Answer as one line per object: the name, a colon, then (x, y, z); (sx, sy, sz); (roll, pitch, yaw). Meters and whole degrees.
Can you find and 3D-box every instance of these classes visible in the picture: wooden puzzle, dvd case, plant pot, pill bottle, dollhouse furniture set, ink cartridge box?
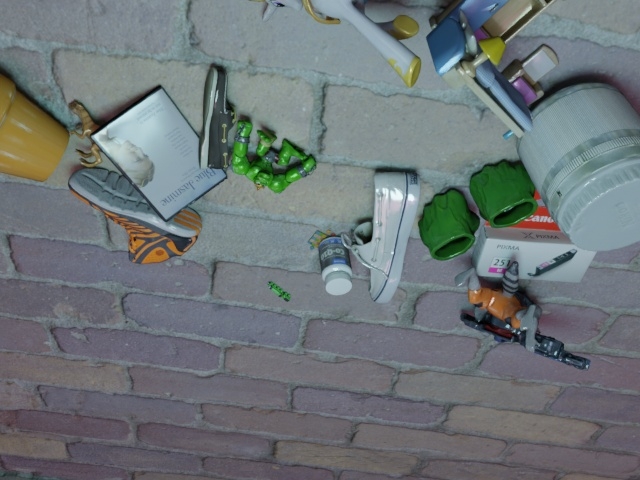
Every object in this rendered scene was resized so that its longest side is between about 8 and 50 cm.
wooden puzzle: (0.000, 0.000, 1.361); (0.049, 0.006, 0.083); (25, 128, -17)
dvd case: (-0.347, -0.182, 1.162); (0.180, 0.022, 0.253); (-37, 125, -5)
plant pot: (-0.645, -0.220, 1.104); (0.205, 0.205, 0.188); (-35, 136, 29)
pill bottle: (0.038, 0.064, 1.320); (0.078, 0.137, 0.078); (-4, 136, -4)
dollhouse furniture set: (0.344, -0.307, 0.876); (0.286, 0.303, 0.198); (35, 125, -24)
ink cartridge box: (0.533, -0.007, 1.285); (0.275, 0.060, 0.239); (4, 132, 0)

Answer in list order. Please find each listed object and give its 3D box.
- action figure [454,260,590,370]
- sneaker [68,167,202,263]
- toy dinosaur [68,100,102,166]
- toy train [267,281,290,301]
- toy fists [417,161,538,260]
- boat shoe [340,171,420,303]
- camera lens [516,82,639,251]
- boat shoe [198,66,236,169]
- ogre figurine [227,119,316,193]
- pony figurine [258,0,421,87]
action figure: (0.516, 0.184, 1.332); (0.341, 0.179, 0.330); (20, 174, 33)
sneaker: (-0.465, -0.038, 1.283); (0.321, 0.125, 0.180); (28, 126, -19)
toy dinosaur: (-0.474, -0.209, 1.161); (0.112, 0.064, 0.211); (-43, 115, 7)
toy train: (-0.116, 0.145, 1.483); (0.017, 0.024, 0.083); (-35, 121, 29)
toy fists: (0.348, -0.070, 1.192); (0.279, 0.142, 0.096); (-33, 137, 28)
boat shoe: (0.125, -0.001, 1.268); (0.156, 0.136, 0.367); (7, 128, -2)
camera lens: (0.518, -0.146, 1.006); (0.219, 0.274, 0.219); (-5, 140, -4)
boat shoe: (-0.214, -0.252, 1.114); (0.068, 0.081, 0.228); (1, 130, -20)
ogre figurine: (-0.114, -0.173, 1.166); (0.197, 0.097, 0.118); (13, 122, -45)
pony figurine: (0.013, -0.437, 0.794); (0.363, 0.303, 0.351); (28, 153, 18)
